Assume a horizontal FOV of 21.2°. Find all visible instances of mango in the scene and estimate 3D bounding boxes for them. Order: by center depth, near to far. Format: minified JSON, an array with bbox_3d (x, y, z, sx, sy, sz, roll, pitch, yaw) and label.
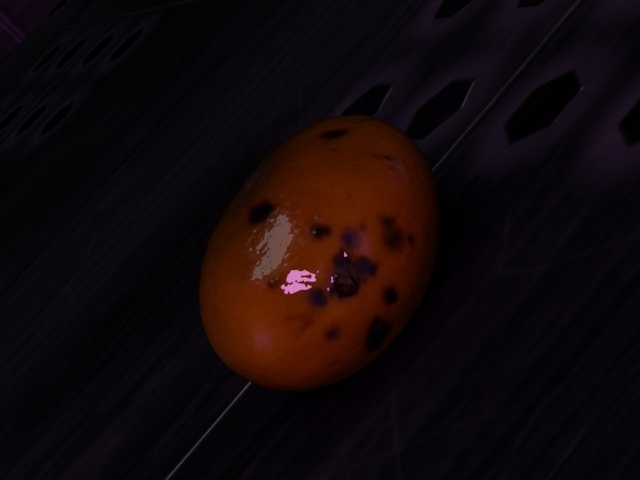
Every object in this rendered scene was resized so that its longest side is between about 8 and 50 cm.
[{"bbox_3d":[0.002,-0.002,0.760,0.115,0.090,0.178,-44,10,23],"label":"mango"}]
